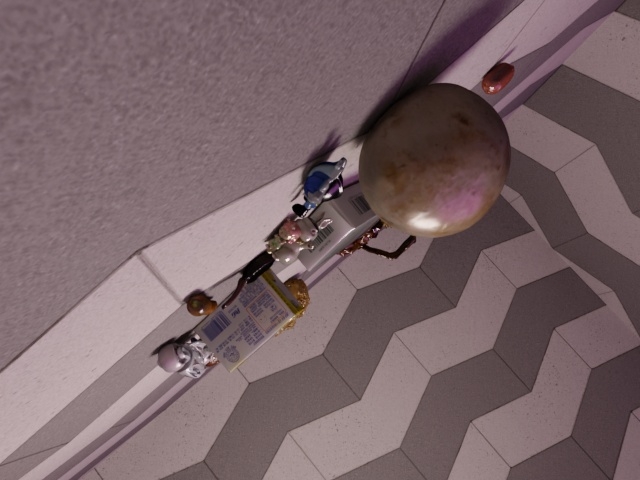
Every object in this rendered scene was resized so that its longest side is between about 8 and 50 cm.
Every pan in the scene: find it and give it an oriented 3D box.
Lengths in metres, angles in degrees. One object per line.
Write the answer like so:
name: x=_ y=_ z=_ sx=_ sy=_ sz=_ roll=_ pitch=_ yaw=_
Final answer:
pan: x=-0.173 y=0.088 z=1.059 sx=0.212 sy=0.040 sz=0.115 roll=-43 pitch=177 yaw=-42

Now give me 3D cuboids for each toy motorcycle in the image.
toy motorcycle: x=-0.362 y=0.329 z=1.214 sx=0.112 sy=0.112 sz=0.254 roll=-41 pitch=168 yaw=-2

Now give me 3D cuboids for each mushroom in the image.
mushroom: x=0.207 y=-0.164 z=0.882 sx=0.297 sy=0.297 sz=0.290 roll=-42 pitch=-151 yaw=6

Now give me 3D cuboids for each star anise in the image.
star anise: x=0.163 y=-0.016 z=1.501 sx=0.347 sy=0.148 sz=0.237 roll=4 pitch=146 yaw=-16

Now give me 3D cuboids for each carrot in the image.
carrot: x=-0.256 y=0.147 z=0.984 sx=0.047 sy=0.047 sz=0.191 roll=-40 pitch=173 yaw=-8

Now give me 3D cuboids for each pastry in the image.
pastry: x=-0.163 y=0.301 z=1.871 sx=0.311 sy=0.162 sz=0.255 roll=-43 pitch=170 yaw=8

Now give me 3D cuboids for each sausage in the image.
sausage: x=0.481 y=-0.440 z=1.196 sx=0.094 sy=0.059 sz=0.054 roll=-42 pitch=172 yaw=4

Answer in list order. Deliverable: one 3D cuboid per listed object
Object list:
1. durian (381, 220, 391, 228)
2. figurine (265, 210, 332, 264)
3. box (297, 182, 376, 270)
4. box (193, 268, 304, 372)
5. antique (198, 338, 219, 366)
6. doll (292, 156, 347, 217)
durian: x=0.284 y=-0.150 z=1.717 sx=0.187 sy=0.153 sz=0.260 roll=9 pitch=127 yaw=-47
figurine: x=-0.046 y=-0.011 z=0.970 sx=0.146 sy=0.081 sz=0.098 roll=-42 pitch=172 yaw=13
box: x=0.073 y=-0.057 z=1.193 sx=0.200 sy=0.106 sz=0.299 roll=-44 pitch=170 yaw=38
box: x=-0.199 y=0.220 z=1.233 sx=0.265 sy=0.168 sz=0.097 roll=-44 pitch=175 yaw=12
antique: x=-0.373 y=0.371 z=1.470 sx=0.104 sy=0.104 sz=0.104 roll=-40 pitch=172 yaw=-7
doll: x=0.003 y=-0.096 z=0.793 sx=0.096 sy=0.070 sz=0.195 roll=-54 pitch=-174 yaw=-26
